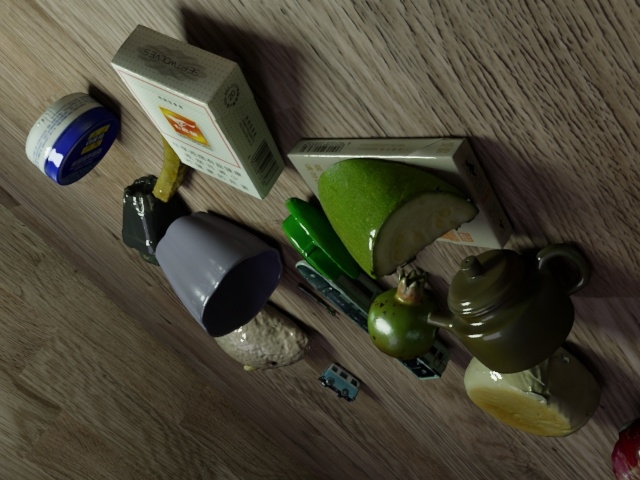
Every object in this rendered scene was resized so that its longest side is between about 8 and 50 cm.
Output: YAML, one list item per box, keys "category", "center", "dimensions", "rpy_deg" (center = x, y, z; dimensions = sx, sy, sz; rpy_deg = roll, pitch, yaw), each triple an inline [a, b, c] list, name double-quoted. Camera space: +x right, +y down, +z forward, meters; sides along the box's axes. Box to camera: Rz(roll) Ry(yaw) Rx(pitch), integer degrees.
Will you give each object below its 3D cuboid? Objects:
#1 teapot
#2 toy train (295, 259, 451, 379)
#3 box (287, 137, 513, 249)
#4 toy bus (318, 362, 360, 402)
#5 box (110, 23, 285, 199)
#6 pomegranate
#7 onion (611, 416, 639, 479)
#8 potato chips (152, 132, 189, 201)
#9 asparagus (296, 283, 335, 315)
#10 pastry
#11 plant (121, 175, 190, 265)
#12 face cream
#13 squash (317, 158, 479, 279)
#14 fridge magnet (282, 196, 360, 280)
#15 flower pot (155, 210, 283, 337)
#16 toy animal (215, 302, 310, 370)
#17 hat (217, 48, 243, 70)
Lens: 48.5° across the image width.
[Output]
- category: "teapot"
  center: [0.296, 0.087, 1.141]
  dimensions: [0.267, 0.186, 0.175]
  rpy_deg: [-34, 113, 24]
- category: "toy train"
  center: [0.120, 0.153, 1.581]
  dimensions: [0.407, 0.088, 0.086]
  rpy_deg: [41, 153, -12]
- category: "box"
  center: [0.124, -0.084, 1.198]
  dimensions: [0.365, 0.051, 0.205]
  rpy_deg: [7, 143, 46]
- category: "toy bus"
  center: [0.063, 0.431, 2.162]
  dimensions: [0.123, 0.075, 0.060]
  rpy_deg: [36, 156, -2]
- category: "box"
  center: [-0.204, -0.217, 1.270]
  dimensions: [0.210, 0.095, 0.330]
  rpy_deg: [25, 165, 21]
- category: "pomegranate"
  center: [0.177, 0.150, 1.456]
  dimensions: [0.159, 0.159, 0.205]
  rpy_deg: [24, 128, 24]
- category: "onion"
  center: [0.628, 0.401, 1.286]
  dimensions: [0.200, 0.201, 0.207]
  rpy_deg: [33, 168, 6]
- category: "potato chips"
  center: [-0.325, -0.188, 1.560]
  dimensions: [0.057, 0.080, 0.407]
  rpy_deg: [50, 158, 8]
- category: "asparagus"
  center: [-0.009, 0.153, 1.831]
  dimensions: [0.127, 0.018, 0.015]
  rpy_deg: [39, -170, -6]
- category: "pastry"
  center: [0.413, 0.286, 1.390]
  dimensions: [0.264, 0.133, 0.265]
  rpy_deg: [28, 155, 14]
- category: "plant"
  center: [-0.429, -0.042, 1.857]
  dimensions: [0.141, 0.164, 0.256]
  rpy_deg: [23, 141, 26]
- category: "face cream"
  center: [-0.569, -0.236, 1.628]
  dimensions: [0.111, 0.206, 0.206]
  rpy_deg: [39, 155, 0]
- category: "squash"
  center: [0.094, -0.082, 1.141]
  dimensions: [0.111, 0.203, 0.289]
  rpy_deg: [52, -174, -31]
- category: "fridge magnet"
  center: [0.000, 0.000, 1.403]
  dimensions: [0.208, 0.088, 0.208]
  rpy_deg: [46, -174, -6]
- category: "flower pot"
  center: [-0.265, 0.068, 1.754]
  dimensions: [0.243, 0.265, 0.265]
  rpy_deg: [35, 158, 27]
- category: "toy animal"
  center: [-0.208, 0.266, 2.083]
  dimensions: [0.358, 0.188, 0.226]
  rpy_deg: [33, 150, 7]
- category: "hat"
  center: [-0.163, -0.298, 1.196]
  dimensions: [0.058, 0.042, 0.087]
  rpy_deg: [43, 162, -34]
